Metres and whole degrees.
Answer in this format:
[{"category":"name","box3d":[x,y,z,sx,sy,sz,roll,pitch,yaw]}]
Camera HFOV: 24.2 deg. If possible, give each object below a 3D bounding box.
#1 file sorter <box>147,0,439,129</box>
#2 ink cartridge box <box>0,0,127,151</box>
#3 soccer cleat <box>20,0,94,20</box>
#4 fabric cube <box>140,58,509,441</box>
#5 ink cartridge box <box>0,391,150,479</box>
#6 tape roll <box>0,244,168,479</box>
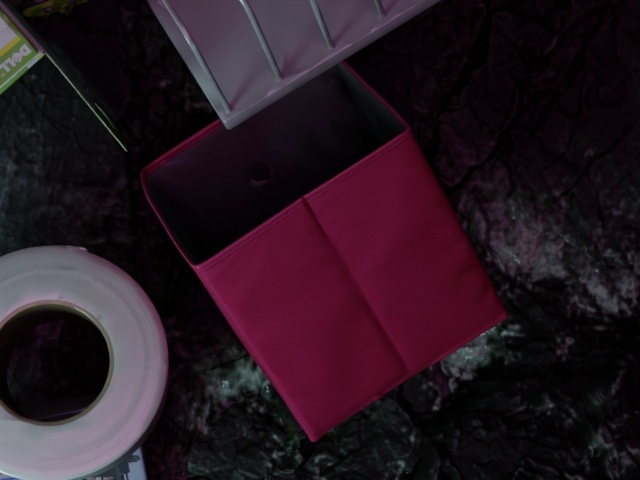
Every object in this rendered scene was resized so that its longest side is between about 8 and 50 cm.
[{"category":"file sorter","box3d":[-0.044,-0.294,1.553,0.277,0.173,0.193,-32,62,-1]},{"category":"ink cartridge box","box3d":[-0.321,-0.171,1.564,0.097,0.189,0.255,-41,104,-1]},{"category":"soccer cleat","box3d":[-0.253,-0.297,1.611,0.179,0.060,0.072,-32,91,-22]},{"category":"fabric cube","box3d":[0.000,0.000,1.583,0.259,0.254,0.258,-33,122,-2]},{"category":"ink cartridge box","box3d":[-0.282,0.337,1.733,0.185,0.065,0.311,-10,103,-6]},{"category":"tape roll","box3d":[-0.284,0.137,1.602,0.246,0.169,0.246,1,81,-5]}]
